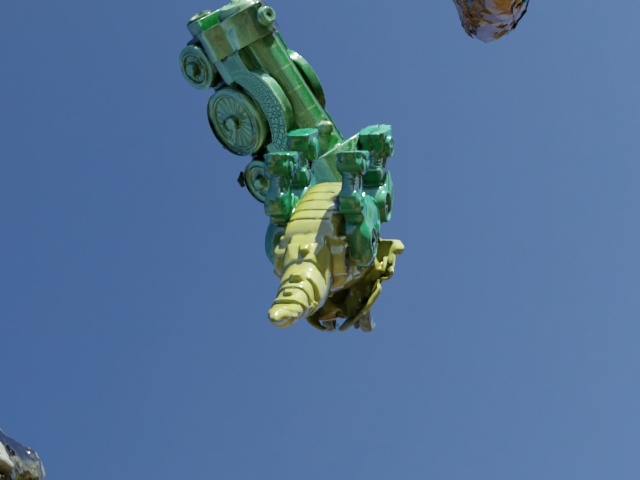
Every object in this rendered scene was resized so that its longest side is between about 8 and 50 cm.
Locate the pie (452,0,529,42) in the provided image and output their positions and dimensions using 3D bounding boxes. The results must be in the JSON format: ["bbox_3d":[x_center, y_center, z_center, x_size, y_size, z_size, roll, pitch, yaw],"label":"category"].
[{"bbox_3d":[0.105,-0.247,1.042,0.069,0.273,0.273,-1,-48,11],"label":"pie"}]

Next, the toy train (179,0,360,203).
[{"bbox_3d":[-0.040,-0.109,1.300,0.071,0.104,0.178,-34,-85,-37],"label":"toy train"}]

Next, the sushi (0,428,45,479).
[{"bbox_3d":[-0.291,0.237,1.212,0.126,0.136,0.225,27,-99,-56],"label":"sushi"}]

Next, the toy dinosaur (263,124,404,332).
[{"bbox_3d":[0.000,0.000,1.144,0.259,0.094,0.153,-21,-72,-75],"label":"toy dinosaur"}]
